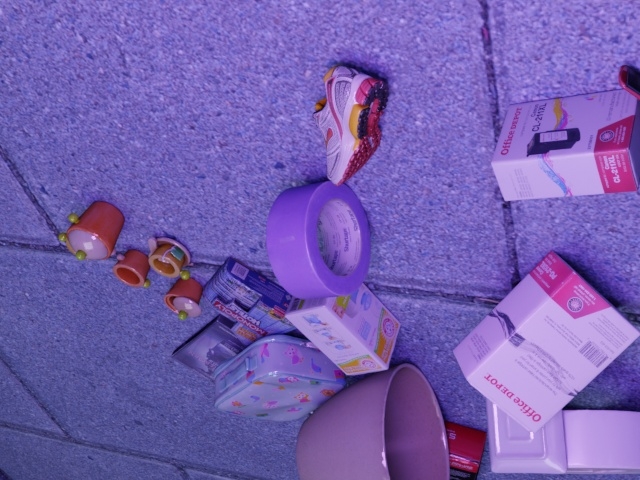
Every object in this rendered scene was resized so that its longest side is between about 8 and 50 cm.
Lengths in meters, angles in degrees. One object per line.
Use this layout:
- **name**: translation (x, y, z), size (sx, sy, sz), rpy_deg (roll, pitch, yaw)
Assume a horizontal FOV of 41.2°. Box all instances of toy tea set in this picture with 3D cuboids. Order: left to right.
- **toy tea set**: translation (-0.383, 0.059, 1.723), size (0.336, 0.124, 0.200), rpy_deg (29, 143, -6)

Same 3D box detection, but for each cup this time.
- **cup**: translation (0.091, 0.427, 1.718), size (0.237, 0.331, 0.331), rpy_deg (-12, 131, 26)

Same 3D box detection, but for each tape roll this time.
- **tape roll**: translation (0.000, 0.000, 1.386), size (0.080, 0.189, 0.189), rpy_deg (-8, 133, 34)
- **tape roll**: translation (0.482, 0.375, 1.567), size (0.286, 0.100, 0.286), rpy_deg (0, 163, 0)

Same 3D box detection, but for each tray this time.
- **tray**: translation (0.346, 0.269, 1.488), size (0.145, 0.270, 0.030), rpy_deg (-12, 164, 39)

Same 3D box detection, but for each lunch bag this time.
- **lunch bag**: translation (-0.092, 0.292, 1.808), size (0.224, 0.108, 0.279), rpy_deg (19, 142, -29)

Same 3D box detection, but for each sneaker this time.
- **sneaker**: translation (0.038, -0.171, 1.260), size (0.092, 0.088, 0.225), rpy_deg (36, 147, 18)

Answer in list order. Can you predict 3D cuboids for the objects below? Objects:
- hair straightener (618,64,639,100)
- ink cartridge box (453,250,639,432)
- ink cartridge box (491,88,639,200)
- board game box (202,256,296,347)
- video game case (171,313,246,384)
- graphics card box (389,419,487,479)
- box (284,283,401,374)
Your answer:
- **hair straightener**: translation (0.478, -0.161, 1.043), size (0.230, 0.047, 0.089), rpy_deg (34, 143, -14)
- **ink cartridge box**: translation (0.358, 0.165, 1.368), size (0.172, 0.100, 0.237), rpy_deg (39, 102, -19)
- **ink cartridge box**: translation (0.324, -0.123, 1.107), size (0.175, 0.127, 0.072), rpy_deg (-3, 134, 31)
- **board game box**: translation (-0.149, 0.142, 1.753), size (0.194, 0.060, 0.194), rpy_deg (31, 142, -10)
- **video game case**: translation (-0.214, 0.275, 1.983), size (0.196, 0.026, 0.274), rpy_deg (35, 141, -14)
- **graphics card box**: translation (0.250, 0.536, 1.994), size (0.232, 0.094, 0.371), rpy_deg (13, 141, 14)
- **box**: translation (0.046, 0.151, 1.609), size (0.103, 0.114, 0.203), rpy_deg (-16, 128, 39)
